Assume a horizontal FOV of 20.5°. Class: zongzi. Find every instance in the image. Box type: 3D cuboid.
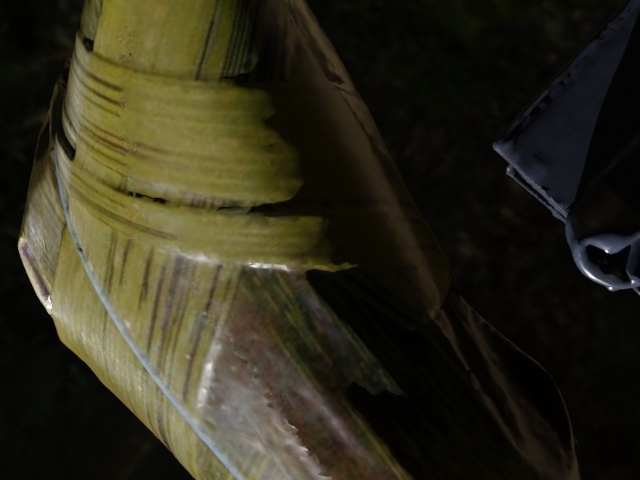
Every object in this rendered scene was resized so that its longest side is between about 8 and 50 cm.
[{"bbox_3d":[0.000,0.000,0.670,0.286,0.138,0.300,44,149,18],"label":"zongzi"}]

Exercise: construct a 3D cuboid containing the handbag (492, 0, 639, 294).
[{"bbox_3d":[0.297,-0.046,0.946,0.303,0.329,0.122,45,-175,20],"label":"handbag"}]
